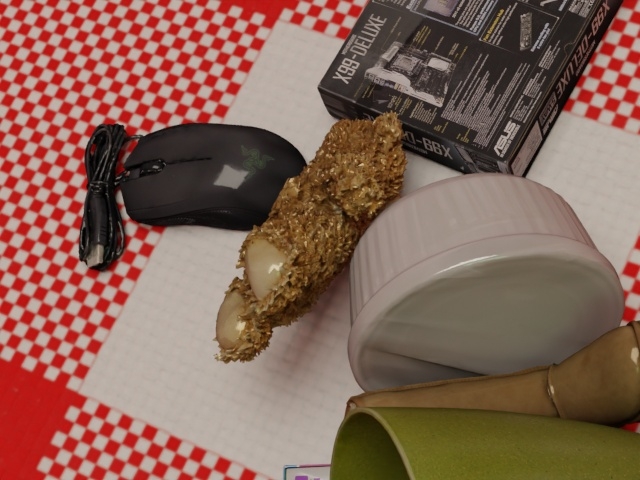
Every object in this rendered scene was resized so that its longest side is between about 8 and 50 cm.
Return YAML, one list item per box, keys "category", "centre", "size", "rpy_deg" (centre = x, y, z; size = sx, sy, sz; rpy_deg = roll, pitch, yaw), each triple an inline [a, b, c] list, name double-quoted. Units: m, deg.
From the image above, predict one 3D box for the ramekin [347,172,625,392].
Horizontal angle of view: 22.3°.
- category: "ramekin"
  centre: [0.150, 0.049, 1.592]
  size: [0.273, 0.273, 0.127]
  rpy_deg: [-19, 52, 7]

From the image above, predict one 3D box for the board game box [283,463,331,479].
- category: "board game box"
  centre: [0.119, 0.333, 1.579]
  size: [0.317, 0.064, 0.242]
  rpy_deg: [-4, 66, 14]

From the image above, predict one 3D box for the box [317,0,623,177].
- category: "box"
  centre: [0.176, -0.234, 1.804]
  size: [0.242, 0.076, 0.307]
  rpy_deg: [24, 75, 23]

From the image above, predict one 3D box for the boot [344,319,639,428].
- category: "boot"
  centre: [0.168, 0.154, 1.523]
  size: [0.270, 0.236, 0.089]
  rpy_deg: [-7, 68, -7]

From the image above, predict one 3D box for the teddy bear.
- category: "teddy bear"
  centre: [0.000, 0.000, 1.664]
  size: [0.113, 0.338, 0.245]
  rpy_deg: [29, 115, 6]

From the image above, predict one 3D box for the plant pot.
- category: "plant pot"
  centre: [0.188, 0.265, 1.419]
  size: [0.294, 0.275, 0.274]
  rpy_deg: [-5, 63, -17]

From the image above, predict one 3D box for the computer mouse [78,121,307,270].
- category: "computer mouse"
  centre: [-0.151, -0.068, 1.824]
  size: [0.272, 0.072, 0.188]
  rpy_deg: [-5, 65, 14]
